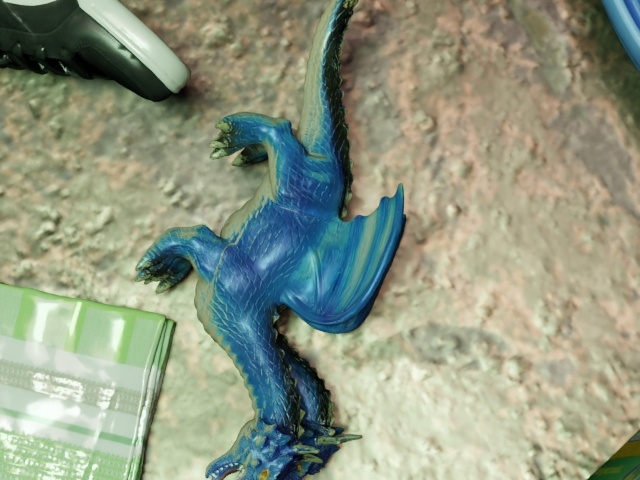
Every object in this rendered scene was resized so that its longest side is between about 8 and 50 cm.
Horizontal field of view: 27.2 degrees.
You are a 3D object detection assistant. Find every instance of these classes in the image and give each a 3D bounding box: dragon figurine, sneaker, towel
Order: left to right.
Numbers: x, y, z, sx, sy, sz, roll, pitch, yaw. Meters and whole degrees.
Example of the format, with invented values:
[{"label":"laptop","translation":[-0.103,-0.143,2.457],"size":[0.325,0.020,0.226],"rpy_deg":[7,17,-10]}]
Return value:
[{"label":"sneaker","translation":[-0.185,-0.110,0.758],"size":[0.217,0.079,0.121],"rpy_deg":[35,87,18]},{"label":"towel","translation":[-0.151,0.105,0.736],"size":[0.113,0.023,0.152],"rpy_deg":[11,80,6]},{"label":"dragon figurine","translation":[0.000,0.000,0.713],"size":[0.144,0.085,0.289],"rpy_deg":[30,83,9]}]

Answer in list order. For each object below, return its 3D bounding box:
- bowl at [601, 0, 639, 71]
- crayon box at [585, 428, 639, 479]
[{"label":"bowl","translation":[0.335,-0.196,0.730],"size":[0.391,0.077,0.391],"rpy_deg":[-1,79,5]},{"label":"crayon box","translation":[0.099,0.195,0.608],"size":[0.323,0.203,0.083],"rpy_deg":[-42,79,-4]}]
